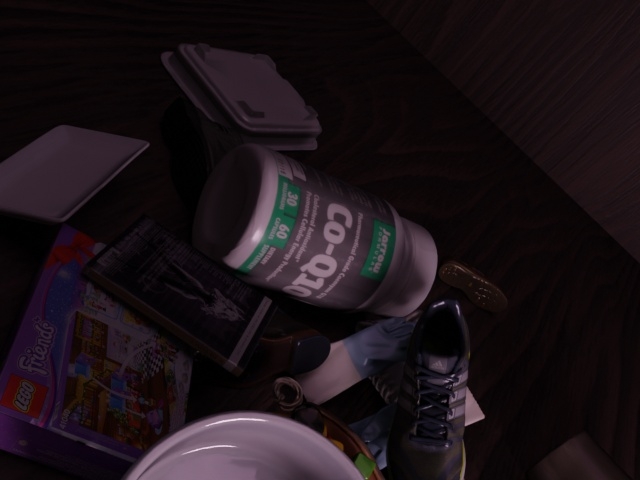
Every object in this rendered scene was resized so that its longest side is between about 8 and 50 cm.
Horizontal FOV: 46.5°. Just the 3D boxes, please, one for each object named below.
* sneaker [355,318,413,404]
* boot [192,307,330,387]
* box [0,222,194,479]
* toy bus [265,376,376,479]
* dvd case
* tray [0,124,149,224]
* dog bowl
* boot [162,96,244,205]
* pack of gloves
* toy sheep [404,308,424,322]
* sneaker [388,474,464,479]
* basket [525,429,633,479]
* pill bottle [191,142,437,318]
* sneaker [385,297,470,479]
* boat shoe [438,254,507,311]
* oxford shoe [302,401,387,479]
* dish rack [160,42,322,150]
[{"bbox_3d":[0.118,0.219,1.167,0.095,0.090,0.235,13,35,-24],"label":"sneaker"},{"bbox_3d":[-0.102,0.139,1.021,0.219,0.082,0.106,4,21,-38],"label":"boot"},{"bbox_3d":[-0.245,0.127,0.842,0.201,0.057,0.293,30,30,-22],"label":"box"},{"bbox_3d":[-0.022,0.255,0.838,0.191,0.104,0.202,-32,75,-39],"label":"toy bus"},{"bbox_3d":[-0.167,0.063,0.937,0.221,0.018,0.164,34,26,-4],"label":"dvd case"},{"bbox_3d":[-0.346,-0.088,0.996,0.145,0.030,0.270,11,29,6],"label":"tray"},{"bbox_3d":[-0.075,0.295,0.667,0.265,0.104,0.264,11,60,-19],"label":"dog bowl"},{"bbox_3d":[-0.174,-0.140,1.285,0.161,0.083,0.246,24,34,-41],"label":"boot"},{"bbox_3d":[0.091,0.224,1.088,0.232,0.046,0.195,-19,64,-24],"label":"pack of gloves"},{"bbox_3d":[0.169,0.163,1.292,0.132,0.091,0.091,50,29,22],"label":"toy sheep"},{"bbox_3d":[0.172,0.402,0.986,0.281,0.105,0.115,-115,-179,-45],"label":"sneaker"},{"bbox_3d":[0.457,0.440,1.212,0.204,0.154,0.227,-2,47,-50],"label":"basket"},{"bbox_3d":[0.000,0.000,1.173,0.361,0.204,0.204,20,35,-34],"label":"pill bottle"},{"bbox_3d":[0.147,0.207,0.999,0.111,0.121,0.299,3,53,8],"label":"sneaker"},{"bbox_3d":[0.335,0.090,1.623,0.178,0.064,0.060,34,31,-10],"label":"boat shoe"},{"bbox_3d":[0.029,0.298,0.948,0.076,0.076,0.212,-29,65,-30],"label":"oxford shoe"},{"bbox_3d":[-0.145,-0.310,1.565,0.285,0.072,0.333,51,28,16],"label":"dish rack"}]
